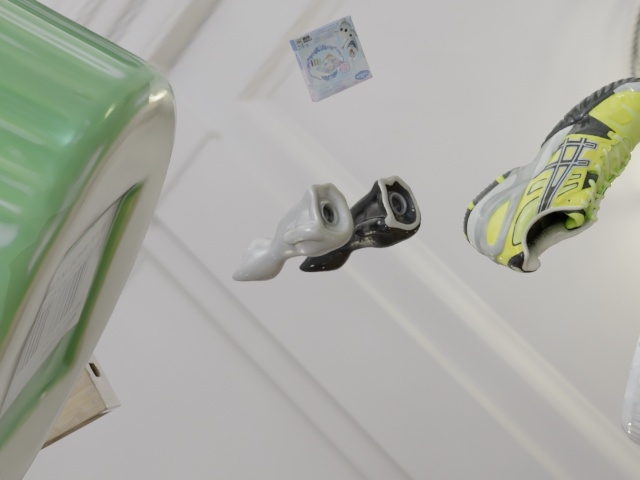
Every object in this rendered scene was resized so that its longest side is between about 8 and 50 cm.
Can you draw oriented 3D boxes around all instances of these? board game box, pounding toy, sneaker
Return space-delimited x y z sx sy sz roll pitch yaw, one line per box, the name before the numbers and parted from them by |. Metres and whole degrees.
board game box | 0.015 -0.244 1.742 0.090 0.090 0.020 -26 14 -18
pounding toy | -0.293 0.162 1.358 0.130 0.100 0.141 -29 -4 -4
sneaker | 0.409 -0.094 2.044 0.385 0.147 0.145 -45 -43 4

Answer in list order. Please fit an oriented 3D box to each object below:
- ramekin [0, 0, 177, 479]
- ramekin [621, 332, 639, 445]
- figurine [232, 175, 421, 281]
ramekin | -0.191 0.013 0.646 0.303 0.148 0.303 25 -90 -89
ramekin | 0.429 0.161 1.532 0.207 0.109 0.207 13 -90 -69
figurine | 0.000 0.000 1.829 0.215 0.092 0.209 -7 -20 -42
